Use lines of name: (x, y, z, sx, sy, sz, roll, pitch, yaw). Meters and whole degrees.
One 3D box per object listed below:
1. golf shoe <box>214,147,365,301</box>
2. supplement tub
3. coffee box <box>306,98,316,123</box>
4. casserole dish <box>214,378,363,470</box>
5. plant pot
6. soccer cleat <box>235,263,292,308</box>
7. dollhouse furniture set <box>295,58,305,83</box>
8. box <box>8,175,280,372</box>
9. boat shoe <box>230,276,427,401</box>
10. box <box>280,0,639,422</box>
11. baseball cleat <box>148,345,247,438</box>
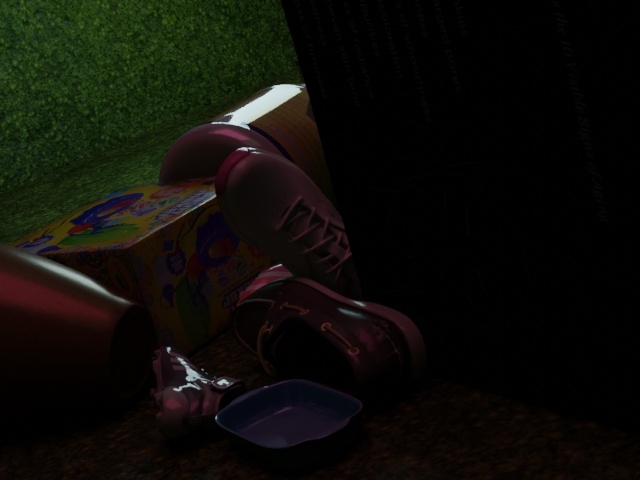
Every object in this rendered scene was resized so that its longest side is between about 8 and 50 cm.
golf shoe: (0.000, 0.000, 1.527, 0.140, 0.306, 0.115, 24, 75, 48)
supplement tub: (-0.075, -0.107, 2.043, 0.241, 0.241, 0.331, -7, 17, 30)
coffee box: (0.230, -0.249, 1.822, 0.338, 0.334, 0.338, -25, 56, -32)
casserole dish: (-0.030, 0.188, 1.326, 0.114, 0.037, 0.188, -24, 16, -26)
plant pot: (-0.340, 0.121, 1.591, 0.254, 0.237, 0.237, 5, 22, 22)
soccer cleat: (-0.001, 0.061, 1.683, 0.248, 0.083, 0.095, -24, 21, -36)
dollhouse furniture set: (0.143, -0.371, 2.310, 0.374, 0.152, 0.201, -1, 22, 46)
box: (-0.248, 0.044, 1.809, 0.279, 0.177, 0.290, -4, 19, 36)
boat shoe: (-0.015, 0.110, 1.452, 0.091, 0.109, 0.305, -21, 19, -35)
box: (0.237, -0.117, 1.283, 0.297, 0.479, 0.472, -23, 16, -26)
baseball cleat: (-0.139, 0.171, 1.475, 0.109, 0.072, 0.206, -4, 18, -7)
